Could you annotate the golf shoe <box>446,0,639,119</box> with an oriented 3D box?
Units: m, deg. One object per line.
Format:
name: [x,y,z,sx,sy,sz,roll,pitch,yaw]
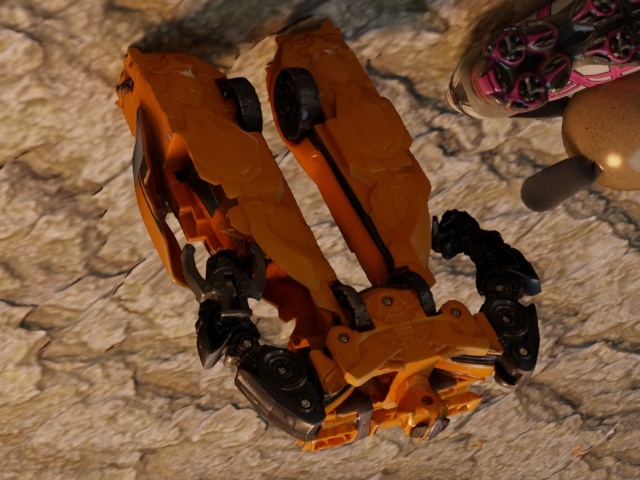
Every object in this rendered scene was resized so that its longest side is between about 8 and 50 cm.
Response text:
golf shoe: [0.166,-0.132,1.262,0.186,0.067,0.086,-21,-178,-22]

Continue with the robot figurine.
robot figurine: [0.000,0.000,1.087,0.211,0.291,0.085,-11,146,-25]

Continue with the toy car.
toy car: [0.216,-0.067,1.315,0.188,0.155,0.149,-8,145,-14]
